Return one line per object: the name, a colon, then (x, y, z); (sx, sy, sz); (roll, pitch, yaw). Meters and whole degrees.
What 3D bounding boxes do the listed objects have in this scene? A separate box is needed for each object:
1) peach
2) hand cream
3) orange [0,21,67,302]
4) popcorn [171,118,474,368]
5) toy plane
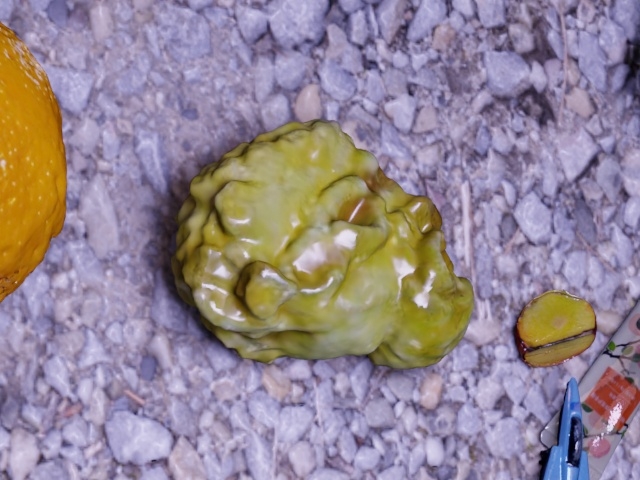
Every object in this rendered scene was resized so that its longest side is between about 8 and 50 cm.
peach: (0.233, 0.095, 1.795); (0.077, 0.050, 0.083); (26, 56, 12)
hand cream: (0.310, 0.131, 1.823); (0.080, 0.050, 0.234); (39, 71, -11)
orange: (-0.378, -0.065, 1.443); (0.340, 0.340, 0.293); (-37, 118, -26)
popcorn: (0.000, 0.000, 1.669); (0.286, 0.174, 0.225); (8, 65, -20)
toy plane: (0.229, 0.256, 1.737); (0.169, 0.078, 0.246); (11, 68, -18)
